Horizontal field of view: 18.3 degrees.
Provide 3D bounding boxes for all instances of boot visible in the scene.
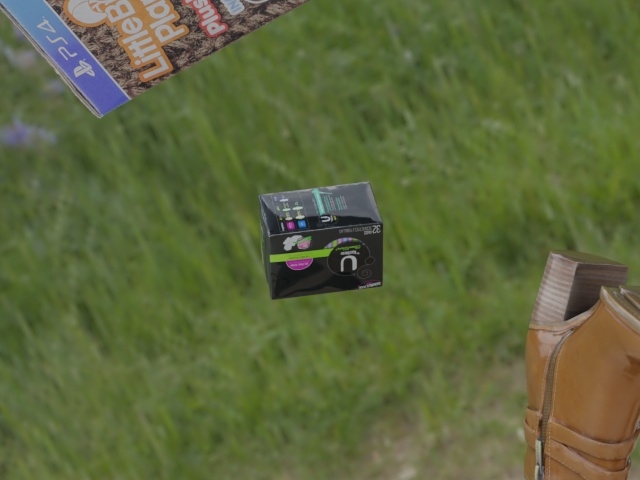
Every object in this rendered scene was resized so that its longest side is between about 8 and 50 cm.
[{"bbox_3d":[0.178,0.098,1.183,0.073,0.152,0.197,5,9,-16],"label":"boot"}]

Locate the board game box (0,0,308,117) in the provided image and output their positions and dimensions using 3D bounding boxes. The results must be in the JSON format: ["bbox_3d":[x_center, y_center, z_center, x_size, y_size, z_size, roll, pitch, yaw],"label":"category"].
[{"bbox_3d":[-0.080,-0.263,1.348,0.291,0.141,0.232,-27,45,12],"label":"board game box"}]

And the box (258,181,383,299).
[{"bbox_3d":[0.000,0.000,1.433,0.083,0.062,0.052,-8,39,-7],"label":"box"}]
